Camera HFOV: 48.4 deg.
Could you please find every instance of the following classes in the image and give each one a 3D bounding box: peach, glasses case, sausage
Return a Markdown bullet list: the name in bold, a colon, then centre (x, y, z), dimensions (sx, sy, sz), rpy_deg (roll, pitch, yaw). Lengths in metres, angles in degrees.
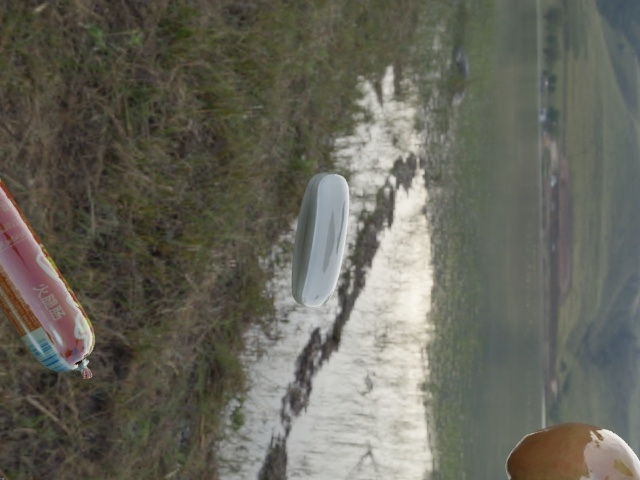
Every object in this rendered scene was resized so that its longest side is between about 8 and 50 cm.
- **peach**: centre (0.325, 0.319, 0.899), dimensions (0.184, 0.184, 0.184), rpy_deg (-1, 90, -73)
- **glasses case**: centre (0.000, 0.000, 0.435), dimensions (0.032, 0.021, 0.083), rpy_deg (-3, 104, -50)
- **sausage**: centre (-0.317, 0.038, 0.752), dimensions (0.264, 0.083, 0.083), rpy_deg (60, 24, -9)

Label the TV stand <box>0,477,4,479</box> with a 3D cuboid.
- **TV stand**: centre (-0.349, 0.325, 0.615), dimensions (0.042, 0.036, 0.249), rpy_deg (78, 21, -56)
